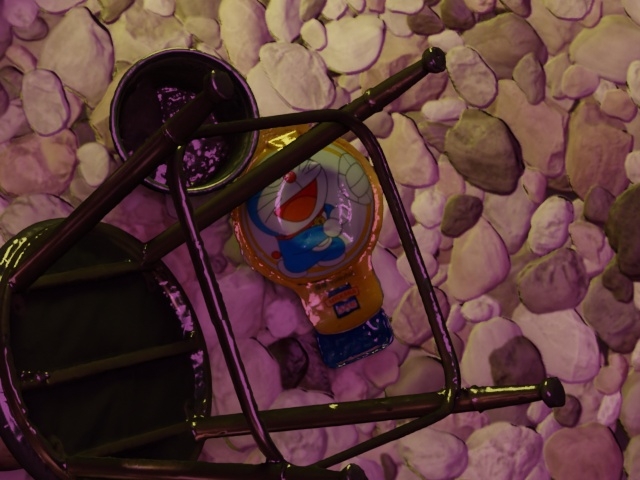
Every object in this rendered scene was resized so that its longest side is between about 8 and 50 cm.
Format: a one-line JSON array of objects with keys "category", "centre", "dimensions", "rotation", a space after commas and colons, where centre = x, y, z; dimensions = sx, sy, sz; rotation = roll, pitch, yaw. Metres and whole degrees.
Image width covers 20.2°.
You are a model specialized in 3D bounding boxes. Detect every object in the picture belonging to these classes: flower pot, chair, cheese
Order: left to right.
[{"category": "flower pot", "centre": [-0.151, -0.114, 1.893], "dimensions": [0.157, 0.107, 0.157], "rotation": [3, 80, -15]}, {"category": "chair", "centre": [-0.081, 0.070, 1.673], "dimensions": [0.365, 0.410, 0.361], "rotation": [-14, 84, -55]}, {"category": "cheese", "centre": [0.000, 0.000, 1.922], "dimensions": [0.177, 0.069, 0.270], "rotation": [-23, 98, -19]}]

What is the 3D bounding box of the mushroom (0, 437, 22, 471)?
[{"category": "mushroom", "centre": [-0.322, 0.152, 1.800], "dimensions": [0.166, 0.127, 0.166], "rotation": [6, 70, -18]}]
